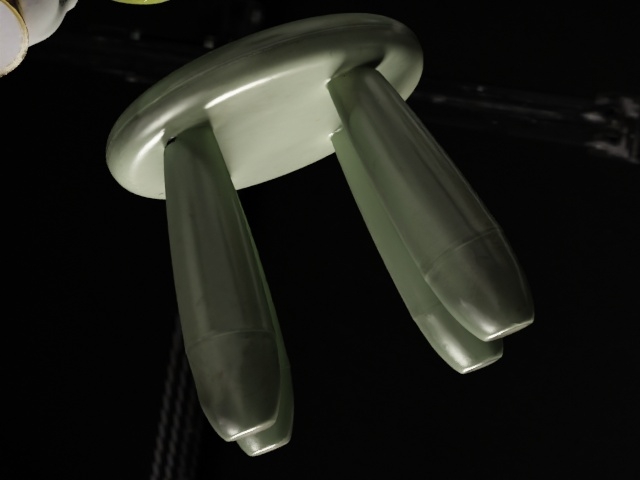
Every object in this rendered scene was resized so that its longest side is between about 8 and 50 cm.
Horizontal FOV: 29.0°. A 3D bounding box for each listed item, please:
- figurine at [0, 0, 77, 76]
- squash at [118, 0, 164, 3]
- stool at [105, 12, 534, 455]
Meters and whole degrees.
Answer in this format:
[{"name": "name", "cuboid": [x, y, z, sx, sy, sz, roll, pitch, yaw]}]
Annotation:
[{"name": "figurine", "cuboid": [-0.293, -0.264, 1.079, 0.142, 0.189, 0.263, -33, -139, 29]}, {"name": "squash", "cuboid": [-0.216, -0.407, 1.479, 0.252, 0.049, 0.252, -2, -95, 18]}, {"name": "stool", "cuboid": [0.000, 0.000, 0.711, 0.195, 0.195, 0.198, -22, -100, -4]}]
